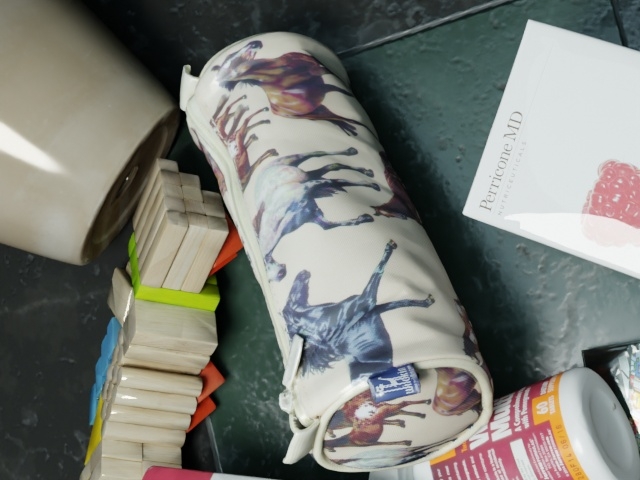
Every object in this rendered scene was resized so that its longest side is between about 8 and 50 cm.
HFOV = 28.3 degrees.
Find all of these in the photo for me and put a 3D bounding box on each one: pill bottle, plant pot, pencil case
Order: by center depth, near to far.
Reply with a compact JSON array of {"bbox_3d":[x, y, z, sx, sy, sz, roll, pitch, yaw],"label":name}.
[{"bbox_3d":[0.159,0.204,1.127,0.221,0.121,0.121,-27,78,28],"label":"pill bottle"},{"bbox_3d":[0.000,0.000,1.129,0.160,0.183,0.410,-56,45,42],"label":"pencil case"},{"bbox_3d":[-0.301,-0.128,1.250,0.280,0.323,0.323,30,97,2],"label":"plant pot"}]

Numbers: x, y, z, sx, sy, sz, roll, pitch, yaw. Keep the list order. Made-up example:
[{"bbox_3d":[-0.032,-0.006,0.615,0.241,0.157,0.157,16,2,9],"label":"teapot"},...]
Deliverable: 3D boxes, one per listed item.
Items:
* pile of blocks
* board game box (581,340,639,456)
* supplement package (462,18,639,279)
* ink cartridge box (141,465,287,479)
[{"bbox_3d":[-0.152,0.105,1.279,0.113,0.149,0.362,11,103,-23],"label":"pile of blocks"},{"bbox_3d":[0.322,0.215,1.130,0.136,0.030,0.259,-10,83,17],"label":"board game box"},{"bbox_3d":[0.299,-0.053,1.071,0.293,0.175,0.177,21,99,20],"label":"supplement package"},{"bbox_3d":[-0.011,0.328,1.127,0.306,0.131,0.226,3,131,23],"label":"ink cartridge box"}]
